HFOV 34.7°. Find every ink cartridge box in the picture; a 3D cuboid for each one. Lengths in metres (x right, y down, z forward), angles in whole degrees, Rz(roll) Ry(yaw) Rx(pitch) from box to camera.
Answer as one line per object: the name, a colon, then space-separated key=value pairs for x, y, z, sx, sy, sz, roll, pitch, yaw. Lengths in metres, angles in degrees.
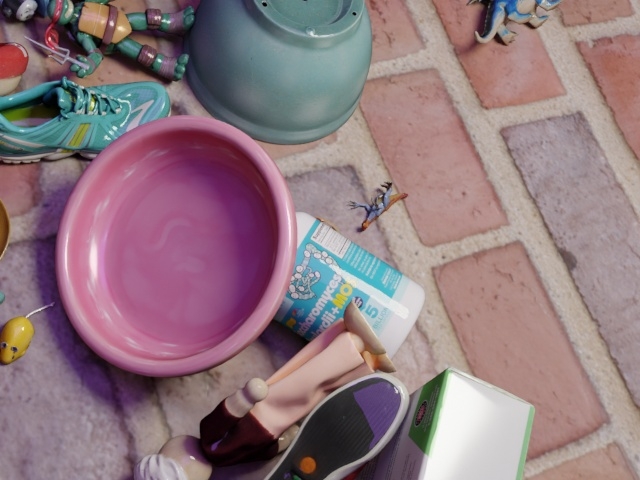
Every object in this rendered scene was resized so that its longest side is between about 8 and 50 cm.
ink cartridge box: x=0.118 y=0.304 z=1.219 sx=0.121 sy=0.289 sz=0.211 roll=24 pitch=60 yaw=-9

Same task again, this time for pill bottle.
pill bottle: x=-0.002 y=0.059 z=1.380 sx=0.264 sy=0.146 sz=0.146 roll=32 pitch=60 yaw=0

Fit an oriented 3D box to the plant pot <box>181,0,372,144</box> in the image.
plant pot: x=-0.044 y=-0.318 z=1.521 sx=0.293 sy=0.196 sz=0.293 roll=8 pitch=63 yaw=-15

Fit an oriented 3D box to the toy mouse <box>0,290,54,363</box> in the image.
toy mouse: x=-0.435 y=0.106 z=1.282 sx=0.143 sy=0.031 sz=0.161 roll=27 pitch=60 yaw=-4

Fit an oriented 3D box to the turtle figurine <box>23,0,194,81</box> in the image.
turtle figurine: x=-0.304 y=-0.313 z=1.477 sx=0.234 sy=0.118 sz=0.175 roll=12 pitch=95 yaw=-27

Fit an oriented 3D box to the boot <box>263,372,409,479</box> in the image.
boot: x=0.019 y=0.265 z=1.251 sx=0.088 sy=0.176 sz=0.244 roll=43 pitch=88 yaw=19

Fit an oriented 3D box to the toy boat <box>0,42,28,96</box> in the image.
toy boat: x=-0.499 y=-0.285 z=1.363 sx=0.231 sy=0.151 sz=0.151 roll=23 pitch=17 yaw=-7

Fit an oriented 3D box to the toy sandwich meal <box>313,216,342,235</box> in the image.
toy sandwich meal: x=0.000 y=0.000 z=1.476 sx=0.085 sy=0.029 sz=0.086 roll=7 pitch=63 yaw=-15

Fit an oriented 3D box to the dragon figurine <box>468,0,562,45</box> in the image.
dragon figurine: x=0.313 y=-0.421 z=1.751 sx=0.289 sy=0.085 sz=0.144 roll=-33 pitch=78 yaw=-29

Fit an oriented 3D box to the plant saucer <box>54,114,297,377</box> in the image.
plant saucer: x=-0.177 y=0.010 z=1.307 sx=0.332 sy=0.084 sz=0.332 roll=-4 pitch=78 yaw=20

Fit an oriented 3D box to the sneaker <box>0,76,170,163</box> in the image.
sneaker: x=-0.332 y=-0.171 z=1.406 sx=0.275 sy=0.110 sz=0.107 roll=-15 pitch=70 yaw=-24

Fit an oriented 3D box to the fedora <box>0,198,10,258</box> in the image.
fedora: x=-0.494 y=-0.028 z=1.301 sx=0.194 sy=0.079 sz=0.194 roll=7 pitch=63 yaw=-14

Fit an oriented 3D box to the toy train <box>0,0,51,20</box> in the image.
toy train: x=-0.465 y=-0.394 z=1.493 sx=0.184 sy=0.080 sz=0.105 roll=40 pitch=69 yaw=1

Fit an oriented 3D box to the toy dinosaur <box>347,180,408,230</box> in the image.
toy dinosaur: x=0.090 y=-0.048 z=1.525 sx=0.090 sy=0.047 sz=0.082 roll=21 pitch=78 yaw=-19

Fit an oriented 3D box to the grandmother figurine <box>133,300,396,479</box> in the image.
grandmother figurine: x=-0.073 y=0.215 z=1.254 sx=0.342 sy=0.208 sz=0.104 roll=-33 pitch=50 yaw=-3
